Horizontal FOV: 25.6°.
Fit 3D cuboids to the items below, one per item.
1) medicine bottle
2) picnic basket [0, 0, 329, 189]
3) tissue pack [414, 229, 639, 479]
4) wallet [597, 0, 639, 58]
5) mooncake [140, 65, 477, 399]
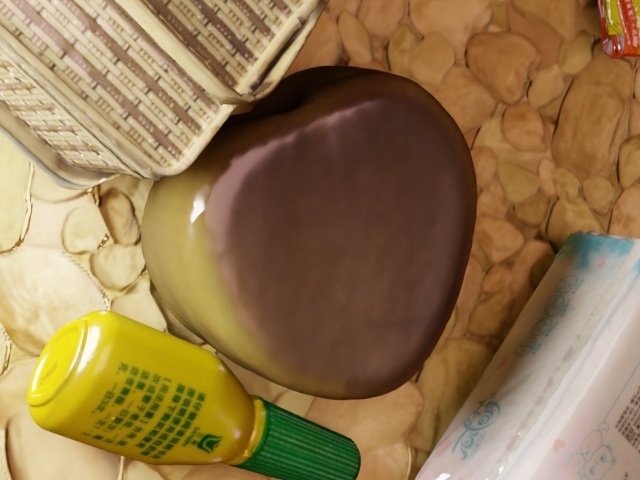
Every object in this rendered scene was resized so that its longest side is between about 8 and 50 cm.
[{"bbox_3d":[-0.077,0.126,0.988,0.261,0.064,0.095,26,106,-34],"label":"medicine bottle"},{"bbox_3d":[-0.112,-0.206,0.870,0.228,0.175,0.313,46,72,-27],"label":"picnic basket"},{"bbox_3d":[0.221,0.152,1.142,0.201,0.124,0.271,43,72,-26],"label":"tissue pack"},{"bbox_3d":[0.277,-0.273,1.174,0.141,0.067,0.241,-12,96,-25],"label":"wallet"},{"bbox_3d":[0.000,0.000,0.994,0.235,0.117,0.234,-6,101,-31],"label":"mooncake"}]
